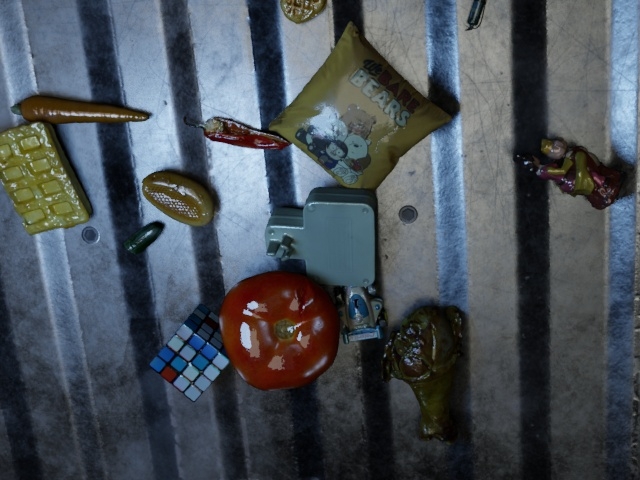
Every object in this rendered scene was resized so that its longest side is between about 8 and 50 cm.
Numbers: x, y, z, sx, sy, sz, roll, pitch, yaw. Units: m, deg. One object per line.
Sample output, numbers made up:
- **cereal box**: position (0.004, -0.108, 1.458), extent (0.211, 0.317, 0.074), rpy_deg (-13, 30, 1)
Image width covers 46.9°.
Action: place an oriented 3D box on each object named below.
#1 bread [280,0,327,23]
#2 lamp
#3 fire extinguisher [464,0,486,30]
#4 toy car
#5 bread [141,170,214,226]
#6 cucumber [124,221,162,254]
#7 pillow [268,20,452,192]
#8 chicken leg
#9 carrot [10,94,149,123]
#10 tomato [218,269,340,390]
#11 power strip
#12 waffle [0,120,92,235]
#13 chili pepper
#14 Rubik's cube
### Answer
- **bread**: position (-0.036, -0.536, 1.651), extent (0.110, 0.044, 0.083), rpy_deg (-31, 104, 14)
- **lamp**: position (0.558, -0.164, 1.662), extent (0.253, 0.118, 0.118), rpy_deg (28, 106, -3)
- **fire extinguisher**: position (0.346, -0.502, 1.634), extent (0.038, 0.025, 0.083), rpy_deg (11, 107, -22)
- **toy car**: position (0.095, 0.167, 1.802), extent (0.126, 0.098, 0.162), rpy_deg (-9, 106, 6)
- **bread**: position (-0.338, -0.105, 1.781), extent (0.189, 0.077, 0.114), rpy_deg (30, 126, -4)
- **cucumber**: position (-0.435, -0.009, 1.830), extent (0.105, 0.048, 0.048), rpy_deg (-38, 99, 13)
- **pillow**: position (0.083, -0.272, 1.671), extent (0.310, 0.119, 0.312), rpy_deg (42, 110, -6)
- **chicken leg**: position (0.248, 0.339, 1.814), extent (0.211, 0.140, 0.361), rpy_deg (1, 102, -3)
- **carrot**: position (-0.572, -0.308, 1.756), extent (0.335, 0.069, 0.069), rpy_deg (2, 105, 1)
- **tomato**: position (-0.104, 0.214, 1.758), extent (0.298, 0.226, 0.299), rpy_deg (0, 90, -15)
- **power strip**: position (0.000, 0.000, 1.722), extent (0.260, 0.141, 0.230), rpy_deg (4, 123, 10)
- **waffle**: position (-0.681, -0.150, 1.788), extent (0.167, 0.057, 0.274), rpy_deg (-15, 115, 8)
- **chili pepper**: position (-0.197, -0.249, 1.745), extent (0.267, 0.059, 0.050), rpy_deg (12, 144, -1)
- **Rubik's cube**: position (-0.306, 0.277, 1.841), extent (0.151, 0.154, 0.155), rpy_deg (41, 104, -6)
